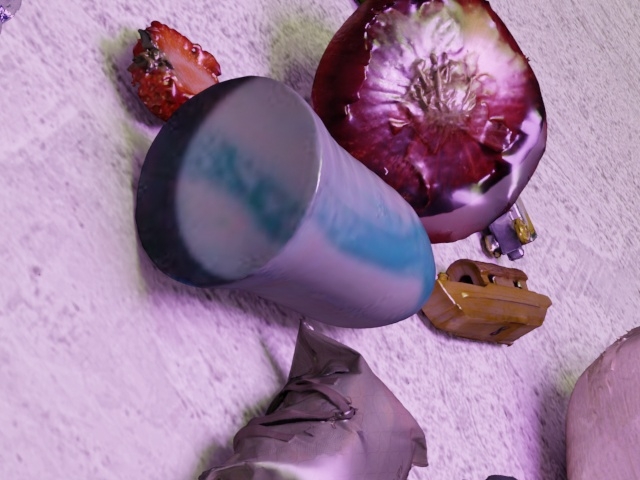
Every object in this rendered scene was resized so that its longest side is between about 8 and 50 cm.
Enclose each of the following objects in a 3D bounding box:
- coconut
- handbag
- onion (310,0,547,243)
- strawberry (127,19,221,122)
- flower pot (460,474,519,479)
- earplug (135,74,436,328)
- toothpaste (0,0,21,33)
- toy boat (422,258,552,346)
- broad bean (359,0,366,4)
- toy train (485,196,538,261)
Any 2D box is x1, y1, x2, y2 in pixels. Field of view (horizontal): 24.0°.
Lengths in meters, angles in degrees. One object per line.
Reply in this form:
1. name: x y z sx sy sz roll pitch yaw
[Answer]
1. coconut: 0.441 0.266 1.665 0.346 0.346 0.360 45 34 -30
2. handbag: -0.002 0.184 1.256 0.182 0.117 0.270 51 32 -6
3. onion: 0.102 -0.134 1.595 0.272 0.195 0.272 -4 100 -23
4. strawberry: -0.131 -0.146 1.368 0.104 0.048 0.152 64 15 13
5. flower pot: 0.157 0.290 1.398 0.157 0.157 0.106 37 27 -39
6. earplug: 0.000 0.000 1.362 0.324 0.185 0.185 33 42 -54
7. toothpaste: -0.321 -0.255 1.154 0.248 0.047 0.078 49 37 -29
8. toy boat: 0.179 0.065 1.677 0.226 0.068 0.088 12 53 -51
9. broad bean: 0.114 -0.283 1.849 0.292 0.049 0.144 37 38 -38
10. toy train: 0.198 -0.072 1.812 0.202 0.060 0.081 64 24 -3
